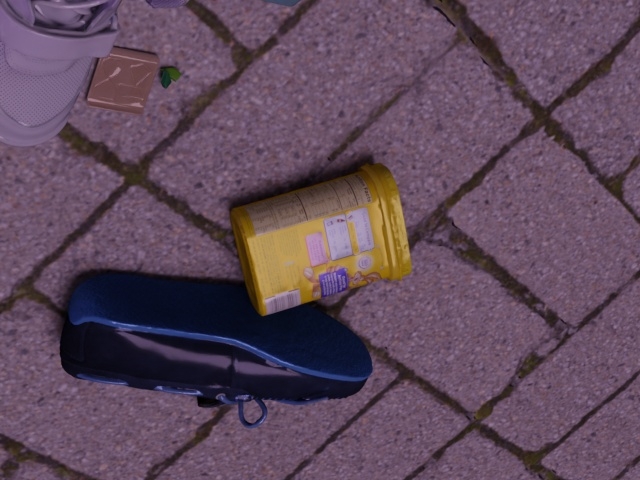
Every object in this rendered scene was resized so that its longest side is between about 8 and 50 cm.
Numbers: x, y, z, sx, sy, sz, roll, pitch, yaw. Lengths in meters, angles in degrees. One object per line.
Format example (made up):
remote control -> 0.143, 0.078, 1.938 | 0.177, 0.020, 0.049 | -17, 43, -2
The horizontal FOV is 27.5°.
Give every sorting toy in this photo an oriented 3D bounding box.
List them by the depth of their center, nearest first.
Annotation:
sorting toy -> -0.173, -0.148, 1.225 | 0.083, 0.012, 0.062 | 7, 117, -28

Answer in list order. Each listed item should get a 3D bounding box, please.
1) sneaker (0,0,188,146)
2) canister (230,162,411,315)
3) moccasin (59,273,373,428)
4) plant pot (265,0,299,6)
sneaker -> -0.205, -0.200, 1.030 | 0.137, 0.210, 0.366 | 1, 125, -27
canister -> 0.000, 0.000, 1.380 | 0.170, 0.073, 0.126 | -16, 113, -12
moccasin -> -0.114, 0.117, 1.410 | 0.342, 0.138, 0.117 | 16, 123, -20
plant pot -> -0.032, -0.322, 1.063 | 0.165, 0.165, 0.234 | 6, 130, -31
